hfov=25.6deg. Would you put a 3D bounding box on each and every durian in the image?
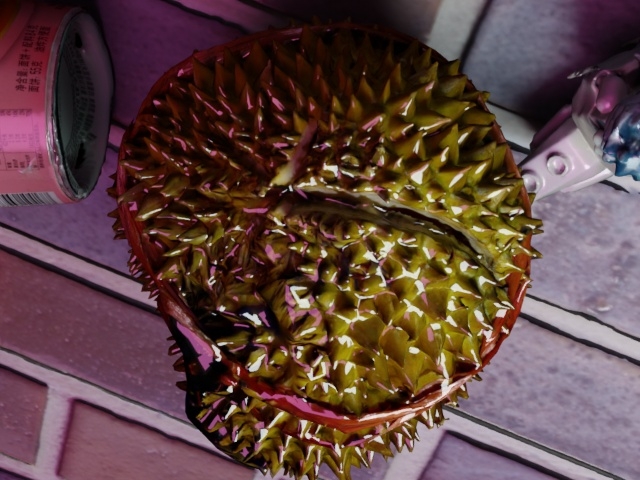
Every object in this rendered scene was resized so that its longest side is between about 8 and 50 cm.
[{"bbox_3d":[0.002,0.005,1.066,0.347,0.347,0.384,32,146,-8],"label":"durian"}]

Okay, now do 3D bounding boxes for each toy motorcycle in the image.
[{"bbox_3d":[0.221,-0.087,1.007,0.108,0.204,0.239,42,128,6],"label":"toy motorcycle"}]

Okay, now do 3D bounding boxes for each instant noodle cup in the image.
[{"bbox_3d":[-0.317,-0.117,1.184,0.255,0.244,0.244,2,130,8],"label":"instant noodle cup"}]
